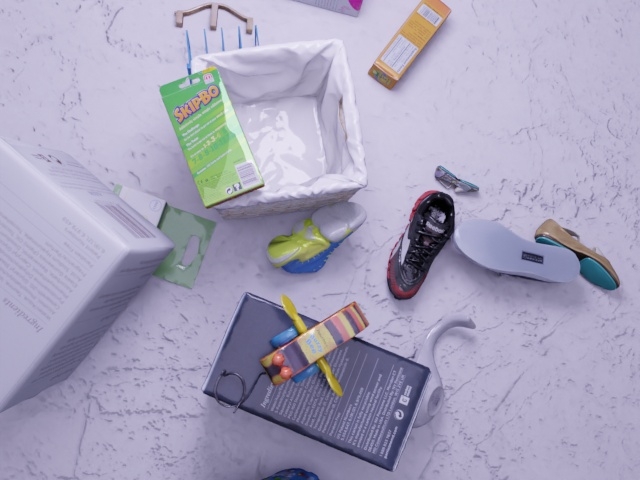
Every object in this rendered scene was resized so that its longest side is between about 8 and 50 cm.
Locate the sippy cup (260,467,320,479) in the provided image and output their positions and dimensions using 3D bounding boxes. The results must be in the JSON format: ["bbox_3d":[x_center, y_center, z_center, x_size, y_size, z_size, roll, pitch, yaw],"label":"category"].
[{"bbox_3d":[-0.089,0.577,1.448,0.305,0.224,0.240,34,115,21],"label":"sippy cup"}]

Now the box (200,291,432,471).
[{"bbox_3d":[-0.017,0.285,1.483,0.396,0.293,0.212,23,79,-2],"label":"box"}]

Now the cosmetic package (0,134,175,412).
[{"bbox_3d":[-0.563,0.060,1.411,0.327,0.329,0.393,40,92,1],"label":"cosmetic package"}]

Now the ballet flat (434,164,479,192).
[{"bbox_3d":[0.321,-0.137,1.715,0.114,0.041,0.041,29,80,0],"label":"ballet flat"}]

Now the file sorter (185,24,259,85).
[{"bbox_3d":[-0.221,-0.425,1.661,0.170,0.118,0.104,-6,79,-7],"label":"file sorter"}]

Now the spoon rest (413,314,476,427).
[{"bbox_3d":[0.251,0.289,1.610,0.084,0.137,0.276,16,68,39],"label":"spoon rest"}]

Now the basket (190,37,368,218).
[{"bbox_3d":[-0.096,-0.224,1.567,0.331,0.266,0.328,-8,82,-8],"label":"basket"}]

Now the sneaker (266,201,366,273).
[{"bbox_3d":[0.000,0.000,1.613,0.240,0.126,0.091,-24,58,6],"label":"sneaker"}]

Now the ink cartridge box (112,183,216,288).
[{"bbox_3d":[-0.373,-0.009,1.615,0.235,0.056,0.171,19,79,-1],"label":"ink cartridge box"}]

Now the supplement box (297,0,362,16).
[{"bbox_3d":[0.003,-0.630,1.717,0.220,0.111,0.113,15,80,-4],"label":"supplement box"}]

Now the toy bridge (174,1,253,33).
[{"bbox_3d":[-0.254,-0.535,1.720,0.188,0.026,0.063,5,78,-5],"label":"toy bridge"}]

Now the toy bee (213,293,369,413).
[{"bbox_3d":[-0.035,0.210,1.264,0.195,0.162,0.298,38,79,-1],"label":"toy bee"}]

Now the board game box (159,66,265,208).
[{"bbox_3d":[-0.213,-0.203,1.405,0.124,0.039,0.259,-22,85,-5],"label":"board game box"}]

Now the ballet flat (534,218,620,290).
[{"bbox_3d":[0.616,0.027,1.698,0.232,0.080,0.073,35,65,-1],"label":"ballet flat"}]

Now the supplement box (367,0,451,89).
[{"bbox_3d":[0.213,-0.478,1.733,0.080,0.078,0.233,40,80,-2],"label":"supplement box"}]

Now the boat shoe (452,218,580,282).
[{"bbox_3d":[0.437,0.032,1.664,0.306,0.105,0.113,11,76,-10],"label":"boat shoe"}]

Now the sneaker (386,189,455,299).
[{"bbox_3d":[0.230,0.004,1.632,0.098,0.135,0.276,25,81,-3],"label":"sneaker"}]
